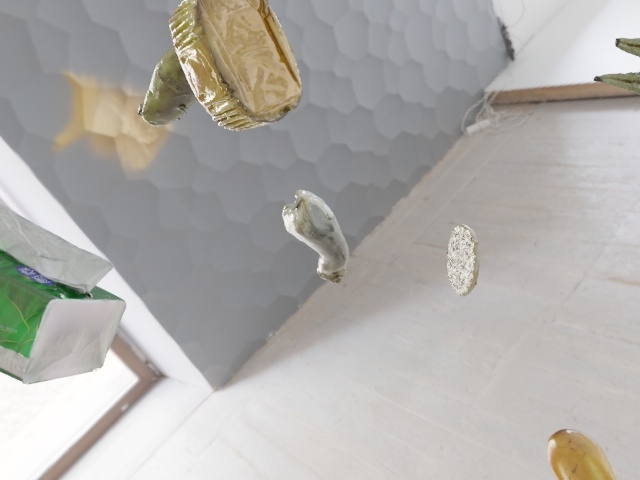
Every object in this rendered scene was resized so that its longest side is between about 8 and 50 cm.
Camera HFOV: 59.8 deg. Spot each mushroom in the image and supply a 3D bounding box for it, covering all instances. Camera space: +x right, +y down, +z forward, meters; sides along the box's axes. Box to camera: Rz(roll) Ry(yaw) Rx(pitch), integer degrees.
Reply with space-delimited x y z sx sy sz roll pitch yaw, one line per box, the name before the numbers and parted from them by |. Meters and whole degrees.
mushroom | 0.002 -0.002 1.117 0.096 0.278 0.099 -24 52 7

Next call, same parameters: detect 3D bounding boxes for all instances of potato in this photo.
potato | -0.301 -0.324 1.167 0.225 0.117 0.090 -41 53 32

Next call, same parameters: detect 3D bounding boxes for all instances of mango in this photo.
mango | 0.691 0.602 1.462 0.145 0.112 0.219 -50 41 19

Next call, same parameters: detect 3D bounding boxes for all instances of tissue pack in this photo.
tissue pack | -0.358 0.054 0.660 0.209 0.148 0.156 22 91 15

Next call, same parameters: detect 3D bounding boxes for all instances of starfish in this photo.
starfish | 0.468 -0.208 0.754 0.050 0.223 0.217 -150 74 -77

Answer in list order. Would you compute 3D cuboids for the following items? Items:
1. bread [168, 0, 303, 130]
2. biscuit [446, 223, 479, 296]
bread | -0.114 -0.244 0.748 0.132 0.190 0.114 -32 18 -31
biscuit | 0.286 0.040 1.119 0.020 0.152 0.152 -1 29 -8
